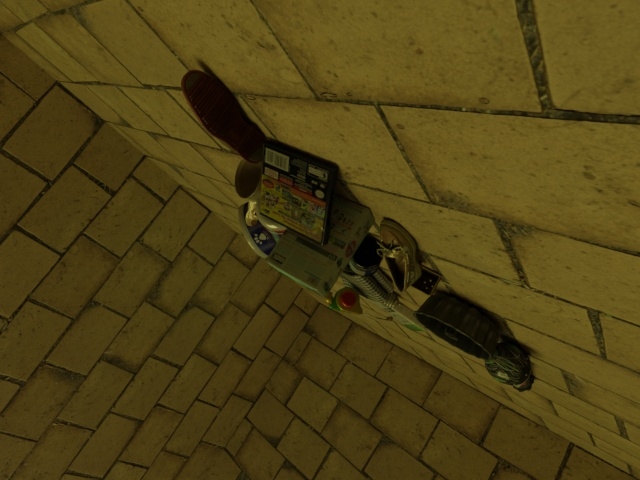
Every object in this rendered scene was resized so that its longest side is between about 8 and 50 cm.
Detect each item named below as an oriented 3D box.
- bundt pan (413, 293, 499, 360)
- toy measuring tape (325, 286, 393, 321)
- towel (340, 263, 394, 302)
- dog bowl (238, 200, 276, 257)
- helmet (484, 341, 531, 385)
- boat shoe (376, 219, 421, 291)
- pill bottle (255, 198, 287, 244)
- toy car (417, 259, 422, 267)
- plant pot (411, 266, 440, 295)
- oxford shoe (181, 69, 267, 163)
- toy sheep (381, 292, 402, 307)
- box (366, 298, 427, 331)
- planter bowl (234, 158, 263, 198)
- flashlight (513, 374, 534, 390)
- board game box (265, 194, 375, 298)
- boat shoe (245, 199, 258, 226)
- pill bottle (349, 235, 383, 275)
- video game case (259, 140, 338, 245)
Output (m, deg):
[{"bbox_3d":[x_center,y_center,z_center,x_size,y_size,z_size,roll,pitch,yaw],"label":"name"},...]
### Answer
[{"bbox_3d":[0.525,0.314,1.709,0.330,0.124,0.331,33,169,7],"label":"bundt pan"},{"bbox_3d":[0.181,0.285,2.071,0.329,0.122,0.121,14,169,-5],"label":"toy measuring tape"},{"bbox_3d":[0.170,0.161,2.061,0.235,0.121,0.283,43,165,-33],"label":"towel"},{"bbox_3d":[-0.250,-0.061,2.008,0.265,0.104,0.265,57,-162,-29],"label":"dog bowl"},{"bbox_3d":[0.716,0.471,1.722,0.169,0.170,0.161,27,-178,30],"label":"helmet"},{"bbox_3d":[0.249,0.053,1.440,0.104,0.089,0.285,15,147,45],"label":"boat shoe"},{"bbox_3d":[-0.138,-0.080,1.797,0.181,0.182,0.323,31,167,15],"label":"pill bottle"},{"bbox_3d":[0.300,0.057,1.566,0.121,0.060,0.041,11,115,22],"label":"toy car"},{"bbox_3d":[0.375,0.147,1.584,0.081,0.082,0.083,28,178,26],"label":"plant pot"},{"bbox_3d":[-0.298,-0.355,1.317,0.130,0.123,0.348,31,168,39],"label":"oxford shoe"},{"bbox_3d":[0.340,0.289,2.197,0.132,0.091,0.091,28,167,6],"label":"toy sheep"},{"bbox_3d":[0.413,0.377,2.412,0.322,0.059,0.232,36,168,0],"label":"box"},{"bbox_3d":[-0.213,-0.217,1.584,0.109,0.162,0.162,10,-172,-43],"label":"planter bowl"},{"bbox_3d":[0.854,0.588,1.945,0.103,0.103,0.304,24,163,35],"label":"flashlight"},{"bbox_3d":[0.000,0.000,1.449,0.224,0.303,0.097,27,168,30],"label":"board game box"},{"bbox_3d":[-0.259,-0.111,1.806,0.059,0.063,0.170,32,140,14],"label":"boat shoe"},{"bbox_3d":[0.169,0.069,1.707,0.122,0.123,0.219,32,168,10],"label":"pill bottle"},{"bbox_3d":[-0.075,-0.146,1.376,0.274,0.035,0.248,27,125,30],"label":"video game case"}]
